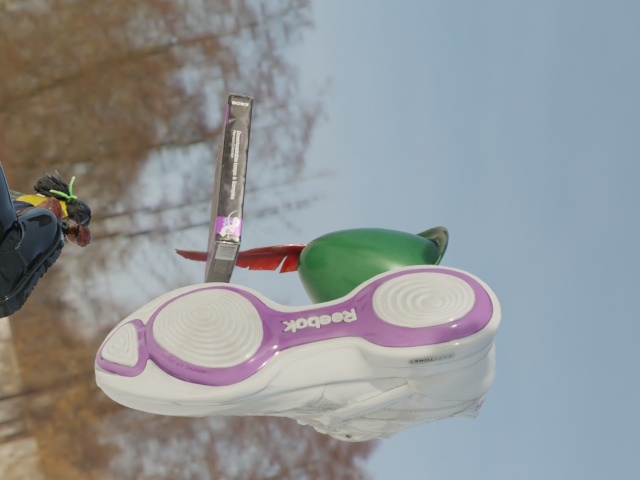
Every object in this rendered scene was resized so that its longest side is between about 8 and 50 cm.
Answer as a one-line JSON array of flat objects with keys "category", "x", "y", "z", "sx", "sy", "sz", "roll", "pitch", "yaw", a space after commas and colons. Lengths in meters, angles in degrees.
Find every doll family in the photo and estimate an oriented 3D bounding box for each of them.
[{"category": "doll family", "x": -0.266, "y": -0.020, "z": 1.359, "sx": 0.193, "sy": 0.111, "sz": 0.076, "roll": -41, "pitch": 138, "yaw": -72}]

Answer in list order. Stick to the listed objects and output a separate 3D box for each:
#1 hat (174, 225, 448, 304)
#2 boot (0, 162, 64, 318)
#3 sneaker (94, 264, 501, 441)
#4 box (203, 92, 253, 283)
[{"category": "hat", "x": 0.000, "y": 0.000, "z": 1.550, "sx": 0.183, "sy": 0.208, "sz": 0.173, "roll": 46, "pitch": -13, "yaw": -13}, {"category": "boot", "x": -0.201, "y": -0.019, "z": 0.925, "sx": 0.121, "sy": 0.045, "sz": 0.099, "roll": -76, "pitch": 156, "yaw": -59}, {"category": "sneaker", "x": -0.015, "y": 0.107, "z": 1.121, "sx": 0.114, "sy": 0.305, "sz": 0.152, "roll": -89, "pitch": 173, "yaw": -45}, {"category": "box", "x": -0.091, "y": -0.048, "z": 1.485, "sx": 0.116, "sy": 0.029, "sz": 0.162, "roll": 112, "pitch": -18, "yaw": -65}]
